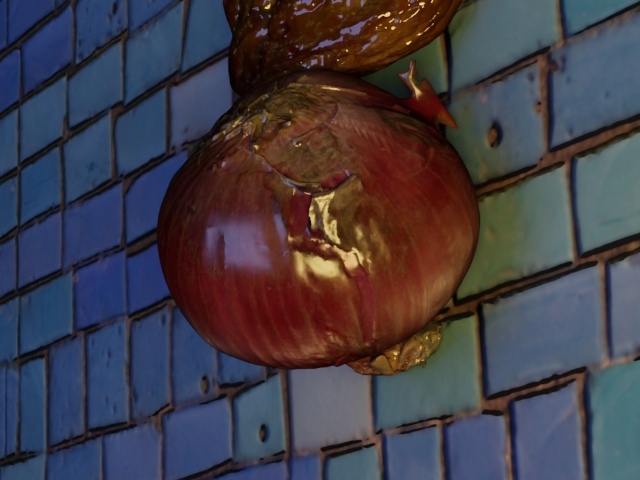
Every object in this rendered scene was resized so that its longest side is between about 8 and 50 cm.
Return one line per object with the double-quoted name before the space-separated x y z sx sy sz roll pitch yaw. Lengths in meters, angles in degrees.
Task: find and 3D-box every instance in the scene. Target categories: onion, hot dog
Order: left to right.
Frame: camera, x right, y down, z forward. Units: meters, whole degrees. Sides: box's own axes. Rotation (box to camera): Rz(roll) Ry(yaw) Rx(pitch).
"hot dog" -0.002 -0.292 1.990 0.387 0.174 0.267 -16 73 53
"onion" 0.002 -0.029 1.819 0.354 0.354 0.353 -15 71 54
